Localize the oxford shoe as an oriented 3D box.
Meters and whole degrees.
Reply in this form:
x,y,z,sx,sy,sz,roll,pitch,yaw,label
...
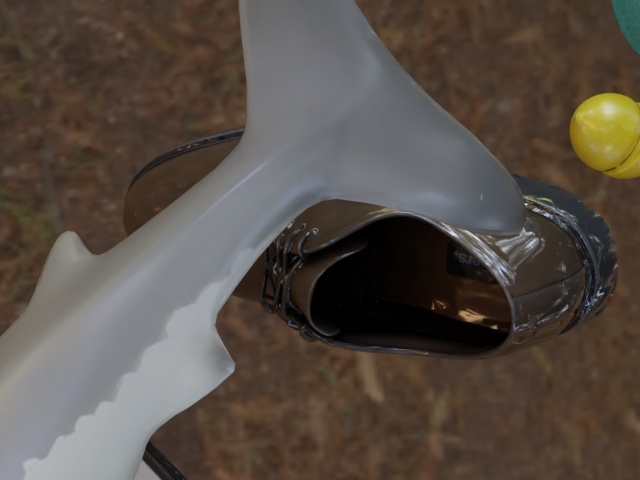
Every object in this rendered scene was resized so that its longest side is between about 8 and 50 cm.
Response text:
x,y,z,sx,sy,sz,roll,pitch,yaw,label
0.000,0.000,0.761,0.096,0.227,0.083,-27,119,-54,oxford shoe

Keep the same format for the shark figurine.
x,y,z,sx,sy,sz,roll,pitch,yaw,label
-0.080,0.054,0.384,0.166,0.116,0.278,-3,123,-60,shark figurine

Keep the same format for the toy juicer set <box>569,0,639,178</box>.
x,y,z,sx,sy,sz,roll,pitch,yaw,label
0.232,-0.148,1.220,0.329,0.209,0.089,49,8,0,toy juicer set

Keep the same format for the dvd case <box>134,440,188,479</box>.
x,y,z,sx,sy,sz,roll,pitch,yaw,label
-0.140,0.184,0.716,0.253,0.180,0.022,-52,135,-1,dvd case
